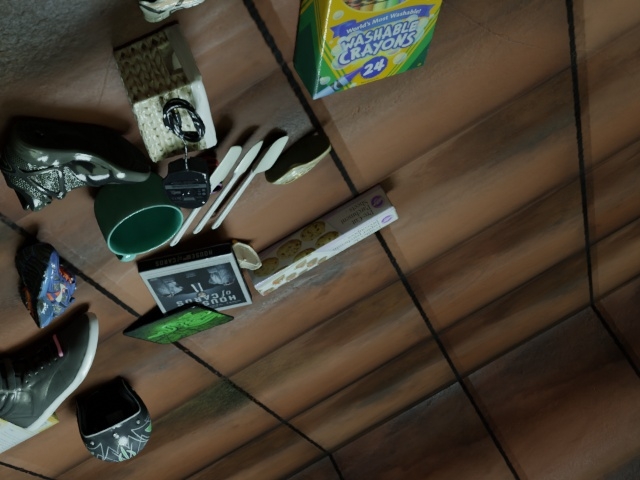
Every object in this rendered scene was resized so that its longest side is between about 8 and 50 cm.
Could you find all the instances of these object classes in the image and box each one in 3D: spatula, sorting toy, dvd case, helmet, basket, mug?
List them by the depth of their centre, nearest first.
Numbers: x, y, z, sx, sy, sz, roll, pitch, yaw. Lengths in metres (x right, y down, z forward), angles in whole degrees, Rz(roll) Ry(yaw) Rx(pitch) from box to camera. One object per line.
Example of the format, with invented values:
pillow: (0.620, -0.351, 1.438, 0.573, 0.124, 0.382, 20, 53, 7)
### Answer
basket: (-0.220, -0.204, 1.468, 0.103, 0.113, 0.167, -20, 153, -9)
mug: (-0.309, -0.045, 1.672, 0.158, 0.097, 0.129, -36, 153, 16)
sorting toy: (-0.190, -0.100, 1.752, 0.061, 0.042, 0.102, -27, 154, -3)
spatula: (-0.159, -0.085, 1.780, 0.242, 0.019, 0.168, -52, 166, 32)
dvd case: (-0.238, 0.084, 1.999, 0.179, 0.029, 0.239, -12, 152, 0)
sorting toy: (-0.172, 0.038, 2.016, 0.075, 0.045, 0.083, -33, 145, 32)
helmet: (-0.447, 0.402, 2.250, 0.169, 0.161, 0.169, -23, 153, -12)

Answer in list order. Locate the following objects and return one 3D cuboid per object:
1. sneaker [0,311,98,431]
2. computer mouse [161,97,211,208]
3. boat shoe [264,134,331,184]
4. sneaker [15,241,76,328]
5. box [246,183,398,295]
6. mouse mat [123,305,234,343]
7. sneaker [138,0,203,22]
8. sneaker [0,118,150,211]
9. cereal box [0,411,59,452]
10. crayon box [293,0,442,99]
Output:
sneaker: (-0.541, 0.240, 1.946, 0.147, 0.104, 0.296, 22, 116, -40)
computer mouse: (-0.194, -0.126, 1.476, 0.071, 0.041, 0.242, -1, 146, -4)
boat shoe: (-0.035, -0.142, 1.829, 0.135, 0.050, 0.045, -28, 159, 20)
sneaker: (-0.461, 0.063, 1.757, 0.087, 0.083, 0.221, -31, 162, -28)
box: (0.000, 0.000, 2.089, 0.324, 0.067, 0.063, -29, 154, 2)
mouse mat: (-0.290, 0.176, 2.123, 0.189, 0.007, 0.152, -23, 157, 23)
sneaker: (-0.190, -0.327, 1.359, 0.109, 0.040, 0.044, -29, 151, 0)
sneaker: (-0.370, -0.104, 1.529, 0.227, 0.087, 0.130, 4, 141, -43)
cereal box: (-0.684, 0.390, 2.126, 0.240, 0.047, 0.173, -27, 152, -2)
crayon box: (0.078, -0.362, 1.510, 0.203, 0.083, 0.323, -20, 152, -18)
